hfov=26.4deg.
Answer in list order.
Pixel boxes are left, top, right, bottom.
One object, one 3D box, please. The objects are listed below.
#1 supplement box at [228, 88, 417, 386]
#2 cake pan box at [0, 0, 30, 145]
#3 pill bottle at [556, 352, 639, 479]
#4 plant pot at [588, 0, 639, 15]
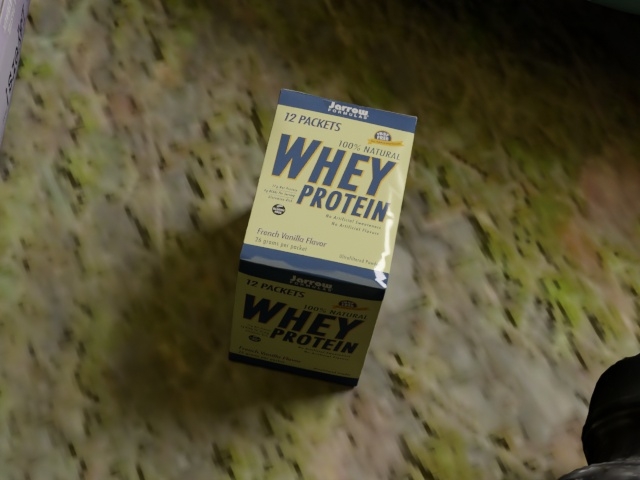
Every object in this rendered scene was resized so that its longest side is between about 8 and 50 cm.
[{"bbox_3d":[0.000,0.000,0.549,0.056,0.083,0.083,12,58,0],"label":"supplement box"},{"bbox_3d":[-0.264,-0.094,0.582,0.266,0.070,0.246,4,56,-5],"label":"cake pan box"},{"bbox_3d":[0.114,0.151,0.450,0.122,0.123,0.219,19,58,4],"label":"pill bottle"},{"bbox_3d":[0.161,-0.221,0.617,0.255,0.272,0.272,1,58,11],"label":"plant pot"}]
